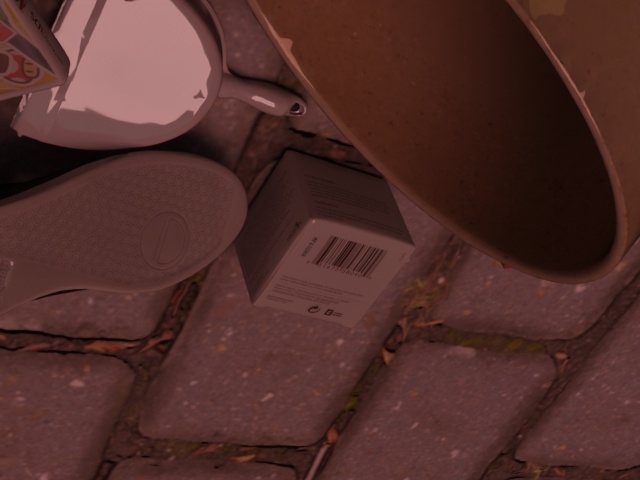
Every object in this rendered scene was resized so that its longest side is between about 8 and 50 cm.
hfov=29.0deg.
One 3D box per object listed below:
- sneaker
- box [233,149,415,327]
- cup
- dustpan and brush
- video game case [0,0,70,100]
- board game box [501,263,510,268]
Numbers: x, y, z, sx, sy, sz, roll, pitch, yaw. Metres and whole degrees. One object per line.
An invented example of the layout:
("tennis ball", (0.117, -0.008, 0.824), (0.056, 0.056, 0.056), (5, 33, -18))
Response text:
("sneaker", (-0.204, -0.013, 0.894), (0.295, 0.147, 0.105), (-17, 111, -34))
("box", (0.000, 0.000, 0.988), (0.101, 0.087, 0.102), (15, 127, -31))
("cup", (0.128, -0.173, 0.733), (0.237, 0.331, 0.331), (-42, 138, -12))
("dustpan and brush", (-0.095, -0.114, 0.871), (0.211, 0.060, 0.147), (18, 115, -25))
("video game case", (-0.286, -0.139, 0.681), (0.227, 0.026, 0.206), (-12, 139, 15))
("board game box", (0.201, -0.060, 1.034), (0.092, 0.043, 0.181), (-8, 136, -12))
